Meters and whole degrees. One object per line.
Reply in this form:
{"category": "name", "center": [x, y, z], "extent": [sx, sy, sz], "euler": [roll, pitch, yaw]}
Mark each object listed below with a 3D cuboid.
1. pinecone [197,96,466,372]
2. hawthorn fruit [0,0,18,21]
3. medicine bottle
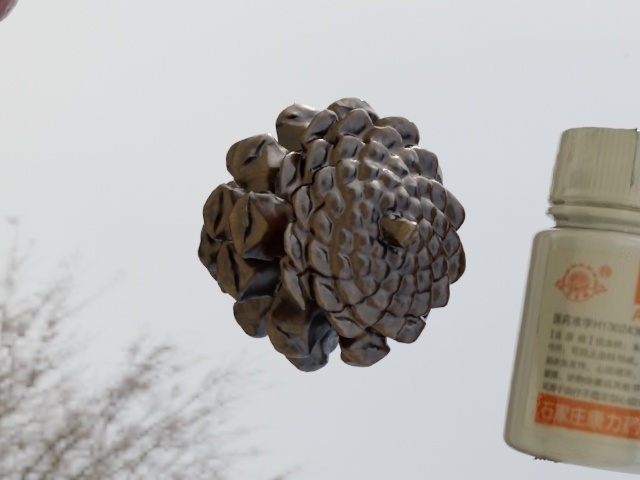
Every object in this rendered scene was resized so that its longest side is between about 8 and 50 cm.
{"category": "pinecone", "center": [0.000, 0.000, 0.965], "extent": [0.208, 0.208, 0.207], "euler": [-15, -108, 54]}
{"category": "hawthorn fruit", "center": [-0.418, -0.353, 1.433], "extent": [0.207, 0.207, 0.243], "euler": [-23, -126, 53]}
{"category": "medicine bottle", "center": [0.224, 0.046, 0.998], "extent": [0.144, 0.144, 0.252], "euler": [0, -98, 56]}
